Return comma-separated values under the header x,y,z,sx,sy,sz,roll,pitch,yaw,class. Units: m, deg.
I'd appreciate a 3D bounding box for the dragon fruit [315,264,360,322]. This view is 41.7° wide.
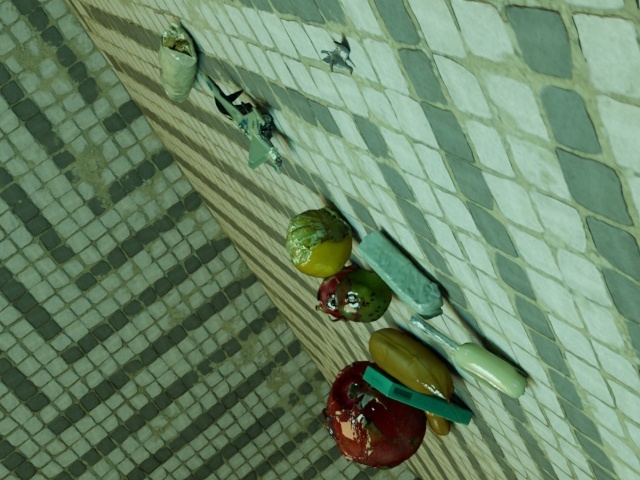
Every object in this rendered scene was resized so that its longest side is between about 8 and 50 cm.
x,y,z,sx,sy,sz,roll,pitch,yaw,class
0.059,0.127,1.953,0.133,0.136,0.166,21,-162,9,dragon fruit

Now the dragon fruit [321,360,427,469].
x,y,z,sx,sy,sz,roll,pitch,yaw,class
0.152,0.485,2.362,0.302,0.295,0.295,44,177,-40,dragon fruit

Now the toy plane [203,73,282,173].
x,y,z,sx,sy,sz,roll,pitch,yaw,class
-0.156,-0.258,1.760,0.262,0.088,0.192,60,166,13,toy plane

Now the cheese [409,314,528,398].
x,y,z,sx,sy,sz,roll,pitch,yaw,class
0.257,0.202,1.486,0.235,0.050,0.127,33,173,15,cheese

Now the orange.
x,y,z,sx,sy,sz,roll,pitch,yaw,class
0.000,0.000,1.774,0.156,0.134,0.156,32,-141,-31,orange

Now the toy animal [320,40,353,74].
x,y,z,sx,sy,sz,roll,pitch,yaw,class
0.024,-0.244,1.151,0.050,0.028,0.084,61,170,-3,toy animal

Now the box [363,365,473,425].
x,y,z,sx,sy,sz,roll,pitch,yaw,class
0.230,0.369,2.003,0.226,0.042,0.161,23,180,-18,box

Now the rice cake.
x,y,z,sx,sy,sz,roll,pitch,yaw,class
0.147,0.060,1.546,0.206,0.063,0.069,46,175,26,rice cake

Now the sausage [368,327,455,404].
x,y,z,sx,sy,sz,roll,pitch,yaw,class
0.214,0.285,1.902,0.112,0.112,0.328,57,168,-24,sausage

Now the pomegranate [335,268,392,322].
x,y,z,sx,sy,sz,roll,pitch,yaw,class
0.095,0.126,1.837,0.130,0.130,0.130,50,169,13,pomegranate

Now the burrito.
x,y,z,sx,sy,sz,roll,pitch,yaw,class
-0.345,-0.422,2.022,0.117,0.076,0.392,59,167,-2,burrito

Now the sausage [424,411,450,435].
x,y,z,sx,sy,sz,roll,pitch,yaw,class
0.306,0.461,2.235,0.062,0.054,0.183,3,137,33,sausage
